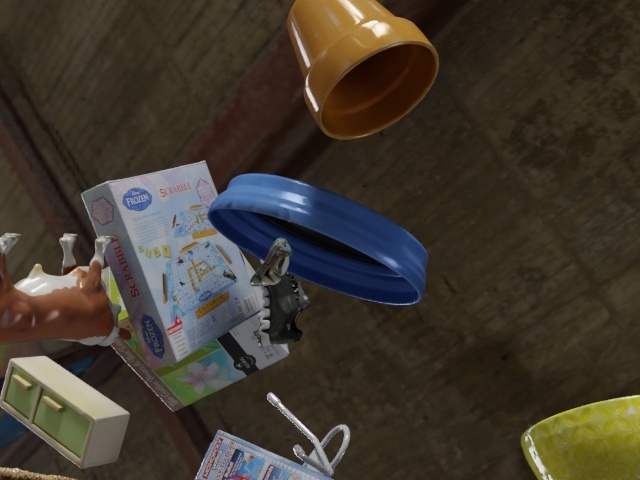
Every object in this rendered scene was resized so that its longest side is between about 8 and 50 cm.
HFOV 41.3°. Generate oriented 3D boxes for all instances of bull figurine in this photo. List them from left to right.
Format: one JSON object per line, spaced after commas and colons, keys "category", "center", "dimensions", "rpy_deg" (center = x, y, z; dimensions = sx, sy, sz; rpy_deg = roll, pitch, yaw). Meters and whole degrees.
{"category": "bull figurine", "center": [-0.411, 0.084, 1.326], "dimensions": [0.101, 0.310, 0.188], "rpy_deg": [5, -87, 32]}

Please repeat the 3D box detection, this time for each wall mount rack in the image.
{"category": "wall mount rack", "center": [-0.096, 0.493, 1.806], "dimensions": [0.130, 0.304, 0.350], "rpy_deg": [36, -89, -17]}

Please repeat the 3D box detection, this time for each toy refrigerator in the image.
{"category": "toy refrigerator", "center": [-0.496, 0.323, 1.621], "dimensions": [0.270, 0.094, 0.102], "rpy_deg": [24, -79, 34]}

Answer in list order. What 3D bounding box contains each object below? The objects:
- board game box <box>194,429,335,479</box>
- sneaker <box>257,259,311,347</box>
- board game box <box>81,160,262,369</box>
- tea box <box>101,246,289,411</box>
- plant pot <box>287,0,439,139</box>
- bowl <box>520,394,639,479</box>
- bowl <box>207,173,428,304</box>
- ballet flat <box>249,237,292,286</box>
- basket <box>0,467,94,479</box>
{"category": "board game box", "center": [-0.018, 0.259, 0.847], "dimensions": [0.194, 0.194, 0.060], "rpy_deg": [15, -108, 34]}
{"category": "sneaker", "center": [-0.070, 0.103, 1.726], "dimensions": [0.106, 0.078, 0.234], "rpy_deg": [2, -90, 12]}
{"category": "board game box", "center": [-0.253, 0.030, 1.524], "dimensions": [0.066, 0.319, 0.318], "rpy_deg": [-19, -87, 25]}
{"category": "tea box", "center": [-0.299, 0.174, 1.992], "dimensions": [0.324, 0.329, 0.220], "rpy_deg": [-27, -141, 7]}
{"category": "plant pot", "center": [0.046, -0.291, 1.296], "dimensions": [0.205, 0.205, 0.188], "rpy_deg": [-48, -121, 35]}
{"category": "bowl", "center": [0.465, 0.354, 1.292], "dimensions": [0.289, 0.289, 0.156], "rpy_deg": [-34, -128, 38]}
{"category": "bowl", "center": [0.000, 0.000, 1.458], "dimensions": [0.391, 0.391, 0.077], "rpy_deg": [11, -108, 35]}
{"category": "ballet flat", "center": [-0.074, 0.045, 1.294], "dimensions": [0.041, 0.041, 0.114], "rpy_deg": [50, -47, 17]}
{"category": "basket", "center": [-0.459, 0.522, 1.416], "dimensions": [0.213, 0.299, 0.223], "rpy_deg": [4, -105, 56]}
